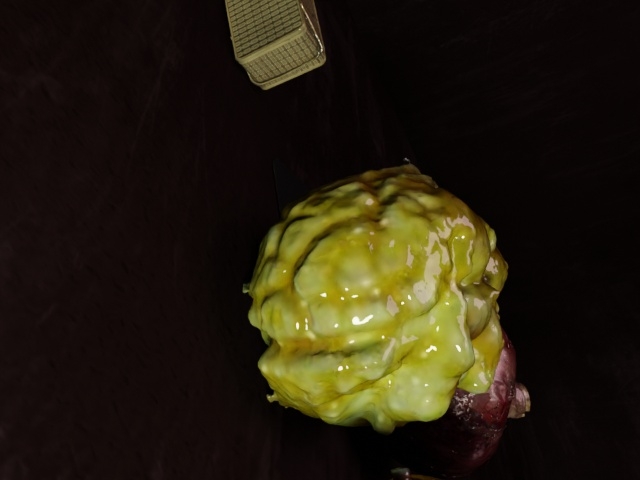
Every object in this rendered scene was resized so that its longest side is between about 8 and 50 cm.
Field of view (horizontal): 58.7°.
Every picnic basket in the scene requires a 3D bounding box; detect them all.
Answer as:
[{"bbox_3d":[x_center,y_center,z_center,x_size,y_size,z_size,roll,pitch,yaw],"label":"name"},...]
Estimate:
[{"bbox_3d":[-0.066,-0.312,0.816,0.079,0.115,0.164,34,39,-59],"label":"picnic basket"}]

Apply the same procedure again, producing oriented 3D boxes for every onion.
[{"bbox_3d":[0.176,0.200,0.770,0.252,0.219,0.252,-166,-90,-79],"label":"onion"}]

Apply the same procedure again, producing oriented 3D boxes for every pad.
[{"bbox_3d":[0.000,0.000,0.859,0.267,0.004,0.181,43,32,-56],"label":"pad"}]

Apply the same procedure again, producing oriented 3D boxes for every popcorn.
[{"bbox_3d":[0.053,0.059,0.575,0.282,0.247,0.281,36,47,-50],"label":"popcorn"}]

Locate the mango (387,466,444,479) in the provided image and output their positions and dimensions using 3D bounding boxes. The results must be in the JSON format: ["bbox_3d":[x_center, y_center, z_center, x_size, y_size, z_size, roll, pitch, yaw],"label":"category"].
[{"bbox_3d":[0.100,0.377,0.448,0.221,0.199,0.383,23,60,-80],"label":"mango"}]
